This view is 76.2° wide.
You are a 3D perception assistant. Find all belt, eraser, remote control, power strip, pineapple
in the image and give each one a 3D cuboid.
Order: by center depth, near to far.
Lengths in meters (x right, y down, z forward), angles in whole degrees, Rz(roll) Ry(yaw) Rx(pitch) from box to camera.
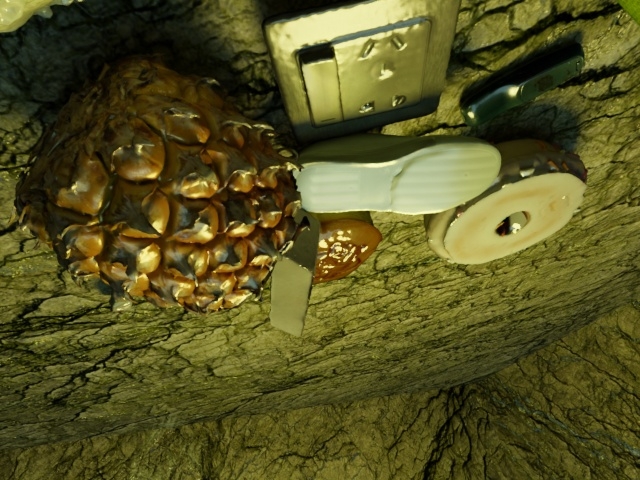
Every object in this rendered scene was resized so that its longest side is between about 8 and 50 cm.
[{"bbox_3d":[-0.219,-0.069,0.575,0.352,0.352,0.300,-32,136,24],"label":"pineapple"},{"bbox_3d":[0.058,-0.262,0.608,0.251,0.092,0.257,-17,159,0],"label":"power strip"},{"bbox_3d":[0.365,-0.281,0.746,0.222,0.042,0.072,-27,143,16],"label":"remote control"},{"bbox_3d":[-0.054,0.072,0.781,0.077,0.111,0.352,7,146,-2],"label":"eraser"},{"bbox_3d":[-0.459,0.102,0.957,0.053,0.071,0.232,1,144,-34],"label":"belt"}]

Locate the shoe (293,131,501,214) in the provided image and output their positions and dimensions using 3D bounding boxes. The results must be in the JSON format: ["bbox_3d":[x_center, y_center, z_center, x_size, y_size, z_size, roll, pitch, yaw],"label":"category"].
[{"bbox_3d":[0.120,-0.136,0.739,0.363,0.160,0.132,-5,122,0],"label":"shoe"}]

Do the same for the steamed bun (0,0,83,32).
[{"bbox_3d":[-0.229,-0.303,0.239,0.334,0.233,0.312,-31,123,-6],"label":"steamed bun"}]

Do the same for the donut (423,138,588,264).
[{"bbox_3d":[0.418,-0.086,0.961,0.382,0.142,0.383,-11,147,-7],"label":"donut"}]

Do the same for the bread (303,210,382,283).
[{"bbox_3d":[0.000,0.000,0.916,0.270,0.148,0.270,-9,149,-5],"label":"bread"}]

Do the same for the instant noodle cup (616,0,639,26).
[{"bbox_3d":[0.443,-0.314,0.405,0.294,0.308,0.294,-33,177,-2],"label":"instant noodle cup"}]
